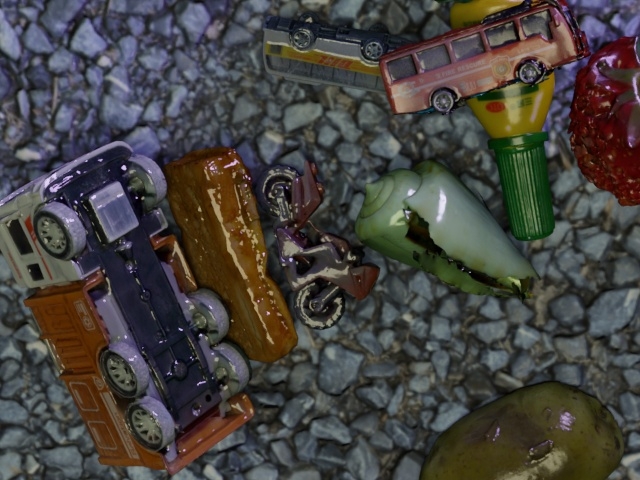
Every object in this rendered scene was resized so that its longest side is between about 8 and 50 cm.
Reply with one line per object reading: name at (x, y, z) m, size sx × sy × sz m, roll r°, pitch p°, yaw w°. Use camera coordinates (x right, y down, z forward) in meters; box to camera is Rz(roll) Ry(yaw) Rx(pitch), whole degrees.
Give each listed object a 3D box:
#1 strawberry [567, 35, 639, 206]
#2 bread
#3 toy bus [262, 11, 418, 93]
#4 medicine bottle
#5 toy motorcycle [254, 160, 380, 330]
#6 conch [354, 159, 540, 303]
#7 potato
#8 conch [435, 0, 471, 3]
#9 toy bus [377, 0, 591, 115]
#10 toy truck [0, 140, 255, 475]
strawberry at (0.375, -0.130, 1.855) m, size 0.187 × 0.184 × 0.201 m, roll 12°, pitch 135°, yaw -2°
bread at (-0.105, 0.018, 1.958) m, size 0.077 × 0.139 × 0.270 m, roll -26°, pitch 104°, yaw -32°
toy bus at (0.024, -0.223, 1.913) m, size 0.191 × 0.064 × 0.075 m, roll 9°, pitch 118°, yaw 4°
medicine bottle at (0.231, -0.150, 1.904) m, size 0.111 × 0.076 × 0.308 m, roll -7°, pitch 106°, yaw 17°
toy motorcycle at (0.000, 0.000, 1.968) m, size 0.118 × 0.084 × 0.212 m, roll -19°, pitch 90°, yaw 12°
conch at (0.157, 0.005, 1.913) m, size 0.250 × 0.143 × 0.137 m, roll 41°, pitch 66°, yaw -1°
potato at (0.247, 0.291, 2.007) m, size 0.272 × 0.111 × 0.160 m, roll -27°, pitch 103°, yaw 13°
conch at (0.098, -0.364, 1.818) m, size 0.202 × 0.134 × 0.196 m, roll -17°, pitch 68°, yaw -4°
toy bus at (0.186, -0.206, 1.819) m, size 0.235 × 0.073 × 0.096 m, roll -18°, pitch 96°, yaw 18°
toy truck at (-0.254, 0.085, 1.955) m, size 0.207 × 0.173 × 0.387 m, roll -10°, pitch 107°, yaw 46°
